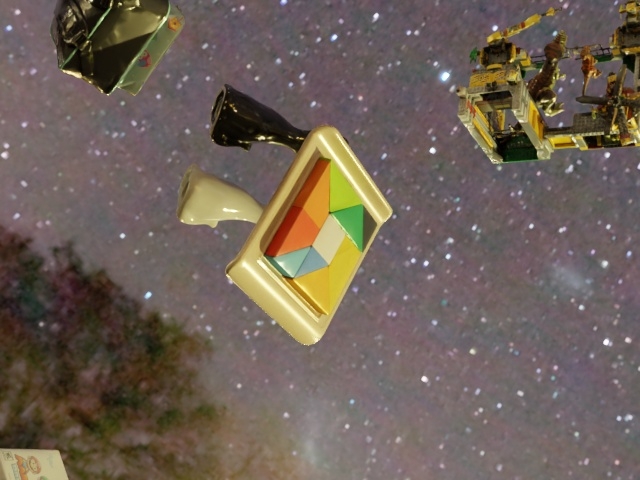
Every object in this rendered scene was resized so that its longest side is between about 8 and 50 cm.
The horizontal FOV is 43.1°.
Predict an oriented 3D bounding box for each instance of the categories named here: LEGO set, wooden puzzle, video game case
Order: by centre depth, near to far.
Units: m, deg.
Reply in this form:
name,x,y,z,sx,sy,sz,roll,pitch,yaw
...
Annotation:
name,x,y,z,sx,sy,sz,roll,pitch,yaw
wooden puzzle,0.000,0.000,1.086,0.044,0.238,0.221,19,-21,39
video game case,-0.390,0.367,1.134,0.157,0.019,0.143,63,9,21
LEGO set,0.353,-0.254,1.225,0.331,0.254,0.192,8,-17,35

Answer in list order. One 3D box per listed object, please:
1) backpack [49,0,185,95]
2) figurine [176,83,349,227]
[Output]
name,x,y,z,sx,sy,sz,roll,pitch,yaw
backpack,-0.283,-0.300,1.103,0.144,0.166,0.188,23,20,-45
figurine,-0.088,-0.099,1.236,0.210,0.214,0.092,20,16,-19
